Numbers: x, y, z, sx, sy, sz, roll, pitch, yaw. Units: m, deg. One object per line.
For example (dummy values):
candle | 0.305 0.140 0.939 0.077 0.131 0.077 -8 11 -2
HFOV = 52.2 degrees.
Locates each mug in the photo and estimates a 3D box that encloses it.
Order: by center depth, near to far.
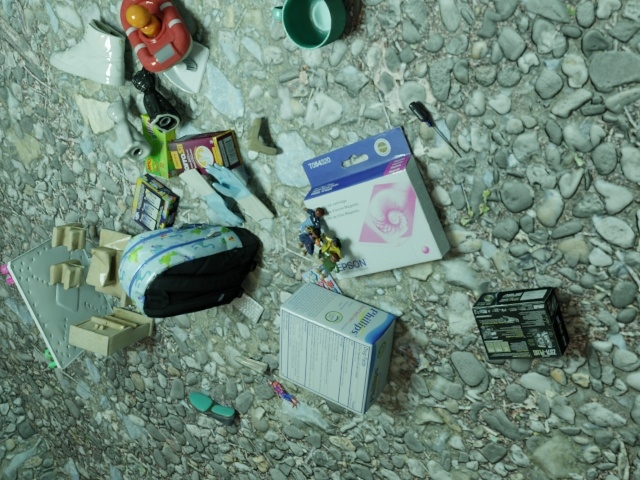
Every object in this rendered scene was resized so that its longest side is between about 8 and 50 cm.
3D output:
mug | -0.017 -0.514 1.479 0.158 0.097 0.129 46 131 6

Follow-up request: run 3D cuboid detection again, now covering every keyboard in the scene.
keyboard | -0.288 0.160 2.072 0.256 0.014 0.072 37 129 12

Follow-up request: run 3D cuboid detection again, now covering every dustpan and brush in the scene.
dustpan and brush | -0.413 -0.504 1.777 0.211 0.060 0.147 35 129 14

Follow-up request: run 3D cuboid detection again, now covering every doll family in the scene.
doll family | 0.000 0.000 1.673 0.193 0.076 0.111 49 139 9

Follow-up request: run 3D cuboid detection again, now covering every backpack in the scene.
backpack | -0.397 0.089 1.880 0.273 0.355 0.290 40 127 15

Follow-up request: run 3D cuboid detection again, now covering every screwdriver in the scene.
screwdriver | 0.259 -0.247 1.484 0.025 0.024 0.170 -38 92 11

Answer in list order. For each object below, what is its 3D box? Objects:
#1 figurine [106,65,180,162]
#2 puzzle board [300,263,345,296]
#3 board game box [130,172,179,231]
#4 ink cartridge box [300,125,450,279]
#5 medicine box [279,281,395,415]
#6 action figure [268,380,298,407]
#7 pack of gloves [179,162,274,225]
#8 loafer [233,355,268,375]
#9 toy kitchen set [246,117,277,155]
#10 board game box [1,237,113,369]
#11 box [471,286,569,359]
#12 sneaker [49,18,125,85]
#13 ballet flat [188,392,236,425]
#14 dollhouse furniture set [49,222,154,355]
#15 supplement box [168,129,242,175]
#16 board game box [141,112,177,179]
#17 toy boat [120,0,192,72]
figurine | -0.521 -0.365 1.868 0.215 0.092 0.209 -39 66 23
puzzle board | 0.007 0.134 1.860 0.096 0.011 0.128 -30 95 40
board game box | -0.528 -0.105 2.073 0.141 0.048 0.170 37 129 15
ink cartridge box | 0.118 -0.079 1.638 0.324 0.071 0.330 -15 106 39
medicine box | 0.040 0.299 1.827 0.289 0.149 0.263 20 126 23
action figure | -0.125 0.498 2.131 0.115 0.030 0.038 42 135 12
pack of gloves | -0.273 -0.114 1.837 0.195 0.046 0.232 -14 129 43
loafer | -0.227 0.403 2.148 0.125 0.039 0.045 20 157 28
toy kitchen set | -0.155 -0.274 1.749 0.068 0.075 0.083 -175 97 -72
board game box | -0.890 0.191 2.257 0.050 0.390 0.390 -16 105 15
box | 0.469 0.197 1.536 0.180 0.077 0.147 -12 107 38
sneaker | -0.674 -0.563 1.909 0.292 0.108 0.169 20 112 26
ballet flat | -0.390 0.613 2.344 0.203 0.074 0.074 16 122 24
dollhouse furniture set | -0.692 0.155 2.231 0.362 0.256 0.394 13 103 17
supplement box | -0.325 -0.245 1.840 0.188 0.081 0.104 0 114 34
board game box | -0.480 -0.282 1.950 0.092 0.043 0.181 19 122 26
toy boat | -0.440 -0.554 1.672 0.151 0.151 0.231 -33 71 10
